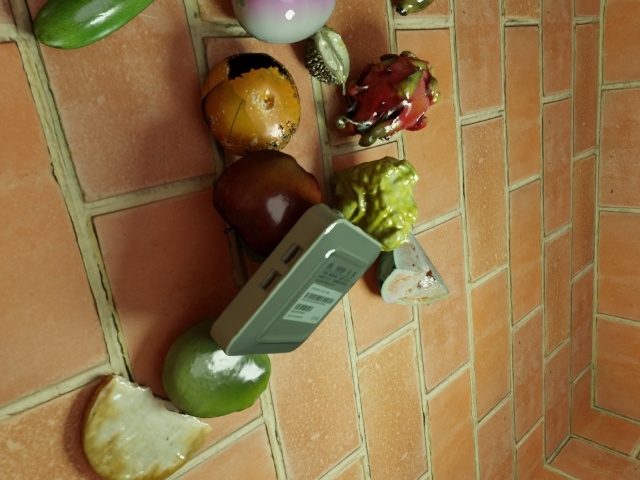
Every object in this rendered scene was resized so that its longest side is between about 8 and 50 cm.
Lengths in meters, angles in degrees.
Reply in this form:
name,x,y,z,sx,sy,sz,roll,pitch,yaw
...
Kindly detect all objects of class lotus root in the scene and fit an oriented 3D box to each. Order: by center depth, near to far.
name,x,y,z,sx,sy,sz,roll,pitch,yaw
lotus root,0.300,-0.766,1.464,0.138,0.138,0.214,26,94,-42

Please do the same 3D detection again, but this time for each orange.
name,x,y,z,sx,sy,sz,roll,pitch,yaw
orange,-0.153,-0.304,1.101,0.235,0.182,0.234,-9,108,-28

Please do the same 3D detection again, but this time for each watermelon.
name,x,y,z,sx,sy,sz,roll,pitch,yaw
watermelon,0.266,0.099,1.580,0.175,0.188,0.322,-31,138,17

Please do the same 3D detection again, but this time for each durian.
name,x,y,z,sx,sy,sz,roll,pitch,yaw
durian,0.011,-0.462,1.271,0.188,0.091,0.148,57,40,-22

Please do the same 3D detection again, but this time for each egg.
name,x,y,z,sx,sy,sz,roll,pitch,yaw
egg,-0.080,-0.552,1.114,0.271,0.197,0.196,-38,122,-53

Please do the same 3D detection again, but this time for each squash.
name,x,y,z,sx,sy,sz,roll,pitch,yaw
squash,-0.368,-0.486,0.920,0.395,0.107,0.107,-53,127,-23

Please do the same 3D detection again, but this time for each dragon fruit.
name,x,y,z,sx,sy,sz,roll,pitch,yaw
dragon fruit,0.186,-0.387,1.365,0.227,0.307,0.243,56,18,-16

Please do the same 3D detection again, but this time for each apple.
name,x,y,z,sx,sy,sz,roll,pitch,yaw
apple,-0.119,-0.086,1.067,0.234,0.234,0.233,-8,103,-41

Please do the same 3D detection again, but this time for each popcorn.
name,x,y,z,sx,sy,sz,roll,pitch,yaw
popcorn,0.152,-0.092,1.341,0.235,0.242,0.249,-5,88,-22

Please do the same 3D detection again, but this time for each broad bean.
name,x,y,z,sx,sy,sz,roll,pitch,yaw
broad bean,-0.236,0.301,1.157,0.291,0.119,0.237,20,81,-43

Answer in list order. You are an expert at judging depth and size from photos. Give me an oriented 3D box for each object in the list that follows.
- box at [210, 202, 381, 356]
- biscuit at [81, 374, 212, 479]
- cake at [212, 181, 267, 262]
name,x,y,z,sx,sy,sz,roll,pitch,yaw
box,-0.031,0.108,1.109,0.373,0.090,0.367,-49,158,7
biscuit,-0.403,0.438,1.085,0.309,0.040,0.204,46,66,-36
cake,-0.158,-0.056,1.185,0.100,0.099,0.235,-42,122,-31
